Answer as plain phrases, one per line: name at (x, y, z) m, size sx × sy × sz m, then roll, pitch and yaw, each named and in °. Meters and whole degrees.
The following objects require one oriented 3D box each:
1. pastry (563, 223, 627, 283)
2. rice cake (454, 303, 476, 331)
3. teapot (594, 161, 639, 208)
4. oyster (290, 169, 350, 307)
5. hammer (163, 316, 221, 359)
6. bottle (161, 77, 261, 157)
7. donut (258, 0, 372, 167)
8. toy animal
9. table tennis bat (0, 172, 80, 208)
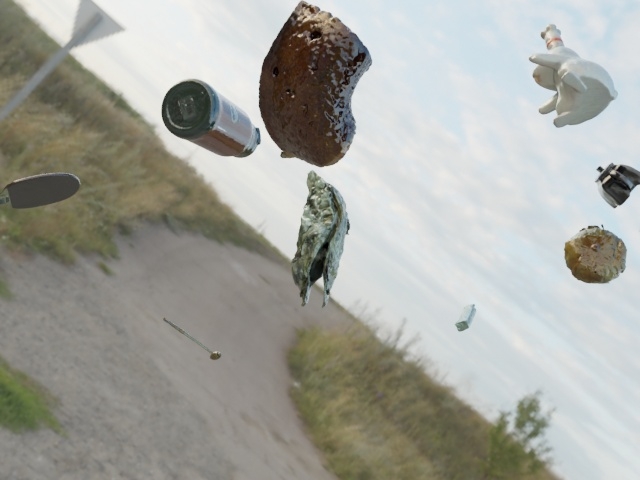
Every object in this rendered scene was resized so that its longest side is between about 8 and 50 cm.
pastry at (0.675, 0.038, 1.938) m, size 0.153 × 0.153 × 0.081 m, roll 40°, pitch -14°, yaw 11°
rice cake at (0.252, 0.132, 1.359) m, size 0.022 × 0.022 × 0.121 m, roll 70°, pitch 20°, yaw -2°
teapot at (0.682, -0.140, 1.833) m, size 0.096 × 0.087 × 0.177 m, roll 42°, pitch 7°, yaw 10°
oyster at (0.001, -0.005, 2.011) m, size 0.158 × 0.351 × 0.162 m, roll -1°, pitch 4°, yaw -16°
hammer at (-0.219, 0.167, 1.344) m, size 0.123 × 0.014 × 0.029 m, roll 41°, pitch -45°, yaw -23°
bottle at (-0.253, -0.284, 1.956) m, size 0.144 × 0.144 × 0.336 m, roll 39°, pitch 6°, yaw 20°
donut at (-0.010, -0.193, 1.042) m, size 0.144 × 0.187 × 0.126 m, roll 29°, pitch 5°, yaw -45°
toy animal at (0.508, -0.351, 1.680) m, size 0.282 × 0.138 × 0.141 m, roll -115°, pitch -171°, yaw -54°
table tennis bat at (-0.687, -0.104, 1.798) m, size 0.154 × 0.274 × 0.021 m, roll 124°, pitch -51°, yaw -63°
